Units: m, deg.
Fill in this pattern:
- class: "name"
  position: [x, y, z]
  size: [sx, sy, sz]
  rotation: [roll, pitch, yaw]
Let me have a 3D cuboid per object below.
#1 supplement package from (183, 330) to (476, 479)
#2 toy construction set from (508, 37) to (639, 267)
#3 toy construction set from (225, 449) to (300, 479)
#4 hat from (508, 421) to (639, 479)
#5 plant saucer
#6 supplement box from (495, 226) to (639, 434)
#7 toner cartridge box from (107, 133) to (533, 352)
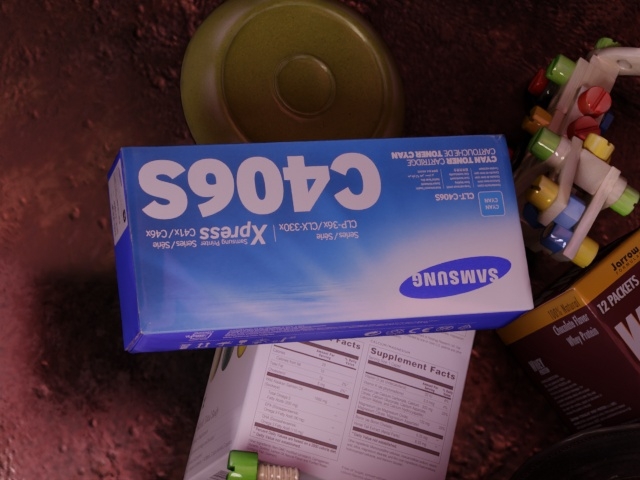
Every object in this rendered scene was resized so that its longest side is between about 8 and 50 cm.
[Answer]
- class: "supplement package"
  position: [0.014, 0.115, 1.689]
  size: [0.198, 0.199, 0.262]
  rotation: [18, 70, -12]
- class: "toy construction set"
  position: [0.276, -0.111, 1.834]
  size: [0.151, 0.215, 0.327]
  rotation: [45, 66, -4]
- class: "toy construction set"
  position: [-0.153, 0.295, 1.540]
  size: [0.237, 0.308, 0.257]
  rotation: [8, 46, -6]
- class: "hat"
  position: [0.324, 0.309, 1.690]
  size: [0.331, 0.331, 0.134]
  rotation: [13, 34, -16]
- class: "plant saucer"
  position: [-0.020, -0.152, 1.839]
  size: [0.241, 0.037, 0.241]
  rotation: [5, 74, -19]
- class: "supplement box"
  position: [0.309, 0.109, 1.799]
  size: [0.129, 0.191, 0.194]
  rotation: [-37, 89, -24]
- class: "toner cartridge box"
  position: [0.000, 0.000, 1.569]
  size: [0.348, 0.075, 0.165]
  rotation: [-3, 75, -17]
